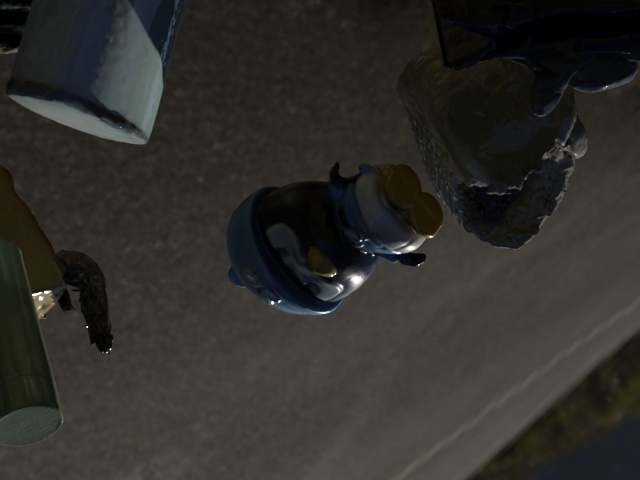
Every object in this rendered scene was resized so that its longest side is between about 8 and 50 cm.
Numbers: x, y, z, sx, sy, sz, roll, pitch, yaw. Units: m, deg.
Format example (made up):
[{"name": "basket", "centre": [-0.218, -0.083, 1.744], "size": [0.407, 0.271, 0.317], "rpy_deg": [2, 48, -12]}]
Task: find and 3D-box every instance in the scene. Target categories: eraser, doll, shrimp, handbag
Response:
[{"name": "eraser", "centre": [-0.201, -0.252, 1.380], "size": [0.189, 0.104, 0.290], "rpy_deg": [28, 75, -62]}, {"name": "doll", "centre": [0.000, 0.000, 1.659], "size": [0.314, 0.177, 0.141], "rpy_deg": [-24, -156, 42]}, {"name": "shrimp", "centre": [-0.302, 0.077, 1.747], "size": [0.091, 0.161, 0.034], "rpy_deg": [11, 134, -41]}, {"name": "handbag", "centre": [0.271, -0.254, 1.412], "size": [0.326, 0.269, 0.118], "rpy_deg": [-2, 136, 1]}]

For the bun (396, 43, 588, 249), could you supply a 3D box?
[{"name": "bun", "centre": [0.226, -0.144, 1.743], "size": [0.205, 0.281, 0.281], "rpy_deg": [-26, 163, -6]}]

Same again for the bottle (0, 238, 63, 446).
[{"name": "bottle", "centre": [-0.300, 0.095, 1.325], "size": [0.072, 0.201, 0.072], "rpy_deg": [-15, 144, -11]}]

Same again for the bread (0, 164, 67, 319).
[{"name": "bread", "centre": [-0.494, 0.034, 1.691], "size": [0.279, 0.279, 0.207], "rpy_deg": [-45, 164, 33]}]

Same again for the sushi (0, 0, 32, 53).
[{"name": "sushi", "centre": [-0.451, -0.295, 1.461], "size": [0.170, 0.350, 0.211], "rpy_deg": [104, -12, -50]}]
